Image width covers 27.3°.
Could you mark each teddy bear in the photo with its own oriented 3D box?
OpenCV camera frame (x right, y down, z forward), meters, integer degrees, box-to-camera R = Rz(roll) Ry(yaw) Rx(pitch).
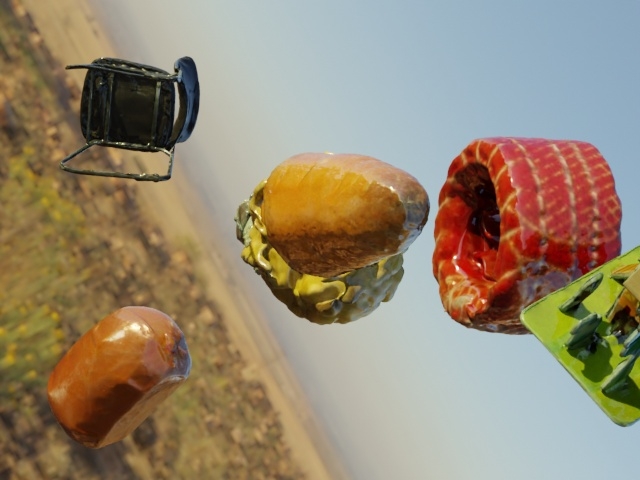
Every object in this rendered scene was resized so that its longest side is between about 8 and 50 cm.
[{"bbox_3d":[-0.095,-0.027,2.147,0.213,0.111,0.133,-68,159,-52],"label":"teddy bear"}]

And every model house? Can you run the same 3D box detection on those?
[{"bbox_3d":[0.499,0.045,1.863,0.242,0.357,0.313,49,-36,27],"label":"model house"}]

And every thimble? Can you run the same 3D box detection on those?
[{"bbox_3d":[0.354,-0.009,2.304,0.350,0.230,0.350,-176,-90,-72],"label":"thimble"}]

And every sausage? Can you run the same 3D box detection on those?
[{"bbox_3d":[-0.304,0.204,1.986,0.153,0.268,0.141,-14,65,-54],"label":"sausage"}]

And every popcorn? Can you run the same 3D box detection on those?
[{"bbox_3d":[0.000,0.000,1.858,0.190,0.250,0.250,0,56,-52],"label":"popcorn"}]

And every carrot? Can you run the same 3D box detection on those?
[{"bbox_3d":[0.043,-0.035,1.548,0.159,0.159,0.225,62,-23,-11],"label":"carrot"}]

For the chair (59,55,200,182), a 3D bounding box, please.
[{"bbox_3d":[-0.244,-0.175,1.740,0.221,0.145,0.140,-73,172,-72],"label":"chair"}]
